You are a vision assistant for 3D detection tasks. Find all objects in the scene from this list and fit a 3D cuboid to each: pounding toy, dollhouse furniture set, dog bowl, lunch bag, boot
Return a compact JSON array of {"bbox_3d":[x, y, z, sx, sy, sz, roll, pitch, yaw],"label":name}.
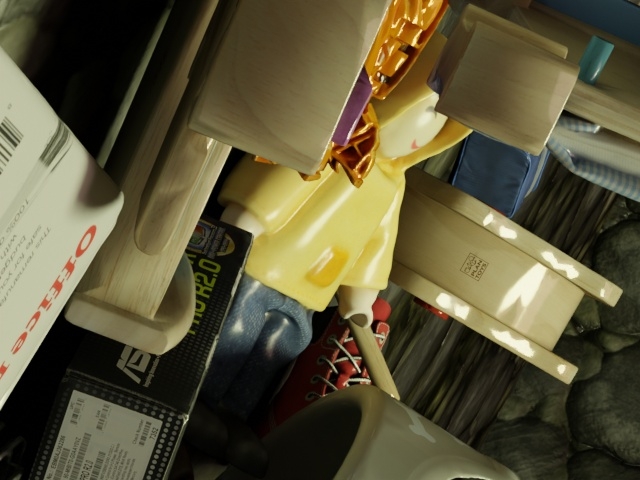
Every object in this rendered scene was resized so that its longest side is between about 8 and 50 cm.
[{"bbox_3d":[0.066,0.034,1.325,0.155,0.269,0.154,-60,-153,0],"label":"pounding toy"},{"bbox_3d":[0.070,-0.005,0.803,0.286,0.303,0.198,-101,-146,-70],"label":"dollhouse furniture set"},{"bbox_3d":[-0.041,0.226,1.115,0.349,0.102,0.349,-45,-173,7],"label":"dog bowl"},{"bbox_3d":[0.165,-0.077,1.694,0.065,0.067,0.098,-47,161,-46],"label":"lunch bag"},{"bbox_3d":[0.009,0.125,1.399,0.176,0.088,0.244,-61,-167,1],"label":"boot"}]

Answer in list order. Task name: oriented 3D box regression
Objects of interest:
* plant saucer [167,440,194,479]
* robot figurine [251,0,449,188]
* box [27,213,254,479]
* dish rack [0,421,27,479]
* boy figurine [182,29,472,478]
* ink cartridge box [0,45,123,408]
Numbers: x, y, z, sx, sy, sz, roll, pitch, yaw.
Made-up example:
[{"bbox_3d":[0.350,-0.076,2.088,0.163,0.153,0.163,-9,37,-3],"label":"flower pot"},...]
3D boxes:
[{"bbox_3d":[-0.132,0.206,1.278,0.168,0.029,0.168,-54,165,-22],"label":"plant saucer"},{"bbox_3d":[0.043,-0.171,0.983,0.291,0.085,0.211,-61,168,8],"label":"robot figurine"},{"bbox_3d":[-0.116,0.140,0.958,0.216,0.060,0.270,-75,-174,-67],"label":"box"},{"bbox_3d":[-0.225,0.188,0.798,0.271,0.074,0.208,-42,159,-58],"label":"dish rack"},{"bbox_3d":[0.000,0.000,1.139,0.285,0.092,0.177,-55,144,-5],"label":"boy figurine"},{"bbox_3d":[-0.154,0.003,0.614,0.148,0.086,0.203,-58,168,-9],"label":"ink cartridge box"}]
